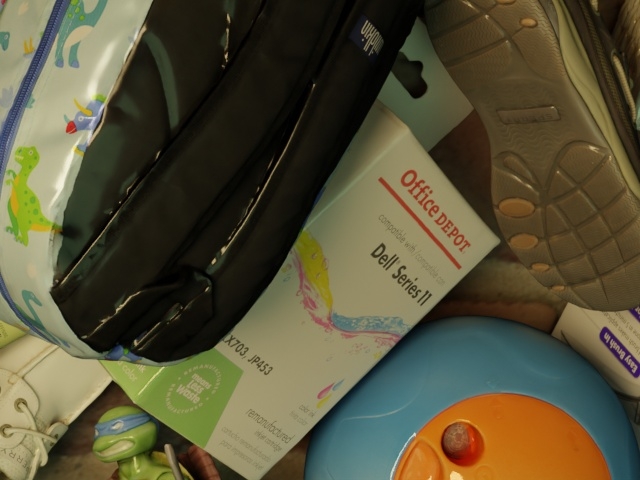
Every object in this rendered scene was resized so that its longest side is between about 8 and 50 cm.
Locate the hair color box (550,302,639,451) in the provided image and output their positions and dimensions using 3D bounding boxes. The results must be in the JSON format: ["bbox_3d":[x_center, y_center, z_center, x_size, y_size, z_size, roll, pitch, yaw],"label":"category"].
[{"bbox_3d":[0.346,0.023,1.588,0.110,0.185,0.339,10,118,-34],"label":"hair color box"}]

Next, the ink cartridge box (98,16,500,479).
[{"bbox_3d":[0.000,0.000,1.394,0.353,0.119,0.207,-45,144,1],"label":"ink cartridge box"}]

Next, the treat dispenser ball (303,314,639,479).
[{"bbox_3d":[0.129,0.207,1.537,0.288,0.288,0.288,-14,128,-19],"label":"treat dispenser ball"}]

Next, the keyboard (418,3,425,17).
[{"bbox_3d":[0.098,-0.250,1.367,0.317,0.033,0.202,0,121,-26],"label":"keyboard"}]

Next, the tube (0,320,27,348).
[{"bbox_3d":[-0.215,0.030,1.386,0.240,0.062,0.070,-30,170,-12],"label":"tube"}]

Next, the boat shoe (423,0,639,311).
[{"bbox_3d":[0.199,-0.099,1.401,0.130,0.132,0.355,-55,135,-37],"label":"boat shoe"}]

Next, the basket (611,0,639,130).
[{"bbox_3d":[0.310,-0.174,1.474,0.113,0.103,0.167,11,116,-21],"label":"basket"}]

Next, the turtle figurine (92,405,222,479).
[{"bbox_3d":[-0.146,0.276,1.392,0.197,0.275,0.266,-22,96,1],"label":"turtle figurine"}]

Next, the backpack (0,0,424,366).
[{"bbox_3d":[-0.099,-0.095,1.142,0.290,0.273,0.356,30,71,-59],"label":"backpack"}]

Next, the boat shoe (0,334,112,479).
[{"bbox_3d":[-0.250,0.156,1.428,0.277,0.096,0.098,-40,129,2],"label":"boat shoe"}]
